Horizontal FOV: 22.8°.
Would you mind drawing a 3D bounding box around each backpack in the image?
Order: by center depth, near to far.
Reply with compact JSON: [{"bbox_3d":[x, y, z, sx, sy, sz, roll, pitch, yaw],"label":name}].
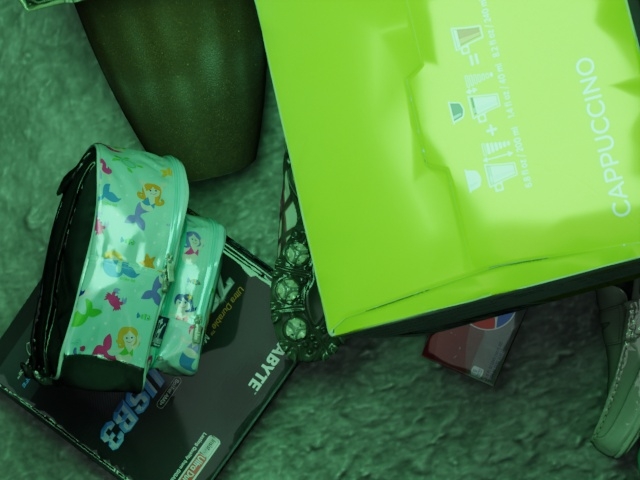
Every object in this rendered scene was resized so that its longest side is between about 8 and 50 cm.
[{"bbox_3d":[-0.204,0.028,1.661,0.191,0.225,0.254,5,88,-15],"label":"backpack"}]

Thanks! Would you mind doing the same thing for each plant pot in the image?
[{"bbox_3d":[-0.145,-0.188,1.735,0.215,0.215,0.231,-9,107,7],"label":"plant pot"}]

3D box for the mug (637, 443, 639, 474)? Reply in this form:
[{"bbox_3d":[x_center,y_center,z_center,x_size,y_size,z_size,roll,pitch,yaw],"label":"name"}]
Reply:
[{"bbox_3d":[0.416,0.256,1.713,0.157,0.129,0.097,41,120,-4],"label":"mug"}]

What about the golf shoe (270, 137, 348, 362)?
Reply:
[{"bbox_3d":[0.000,0.000,1.740,0.105,0.120,0.273,6,83,-5],"label":"golf shoe"}]

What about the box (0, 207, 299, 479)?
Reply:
[{"bbox_3d":[-0.187,0.117,1.806,0.293,0.073,0.295,37,96,5],"label":"box"}]

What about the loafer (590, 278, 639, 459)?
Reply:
[{"bbox_3d":[0.348,0.078,1.729,0.111,0.112,0.320,19,87,10],"label":"loafer"}]

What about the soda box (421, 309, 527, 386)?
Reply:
[{"bbox_3d":[0.202,0.022,1.750,0.092,0.083,0.263,24,94,7],"label":"soda box"}]

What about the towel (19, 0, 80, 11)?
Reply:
[{"bbox_3d":[-0.139,-0.322,1.659,0.312,0.324,0.056,-9,111,7],"label":"towel"}]

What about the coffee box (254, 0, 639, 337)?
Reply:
[{"bbox_3d":[0.173,-0.106,1.539,0.338,0.334,0.338,-15,83,17],"label":"coffee box"}]
